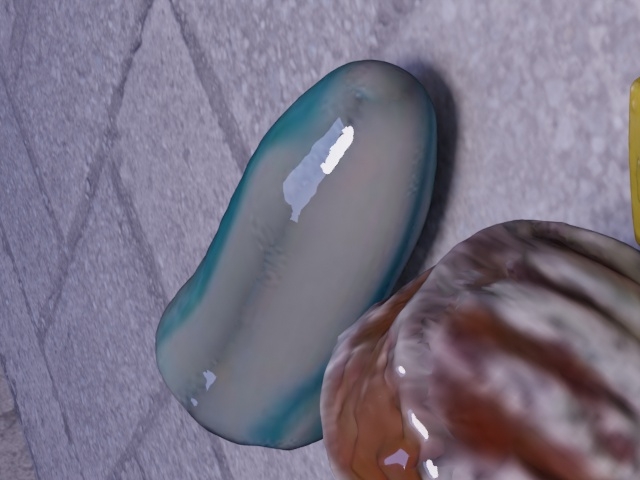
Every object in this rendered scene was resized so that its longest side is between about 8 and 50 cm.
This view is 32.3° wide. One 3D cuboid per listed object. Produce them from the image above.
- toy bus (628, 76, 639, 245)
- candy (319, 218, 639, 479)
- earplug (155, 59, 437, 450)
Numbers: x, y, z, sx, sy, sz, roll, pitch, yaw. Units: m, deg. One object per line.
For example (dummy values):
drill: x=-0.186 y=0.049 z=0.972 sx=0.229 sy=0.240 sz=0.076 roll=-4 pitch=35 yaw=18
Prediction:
toy bus: x=0.243 y=0.026 z=0.409 sx=0.335 sy=0.123 sz=0.121 roll=-119 pitch=15 yaw=-56
candy: x=0.144 y=0.114 z=0.541 sx=0.289 sy=0.214 sz=0.157 roll=33 pitch=147 yaw=-5
earplug: x=0.000 y=0.000 z=0.868 sx=0.185 sy=0.185 sz=0.324 roll=59 pitch=140 yaw=31
